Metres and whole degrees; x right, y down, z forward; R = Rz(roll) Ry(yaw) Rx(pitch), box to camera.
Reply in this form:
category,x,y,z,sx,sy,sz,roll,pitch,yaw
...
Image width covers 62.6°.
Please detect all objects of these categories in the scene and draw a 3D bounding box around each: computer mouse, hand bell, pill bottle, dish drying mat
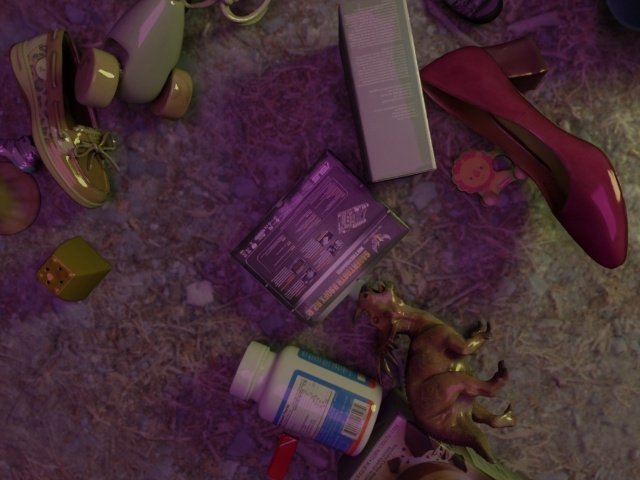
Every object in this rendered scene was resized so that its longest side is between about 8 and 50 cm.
category,x,y,z,sx,sy,sz,roll,pitch,yaw
computer mouse,0.184,-0.424,0.806,0.071,0.041,0.242,-43,86,23
hand bell,-0.546,-0.061,0.783,0.126,0.242,0.126,0,95,3
pill bottle,-0.024,0.241,0.835,0.221,0.124,0.124,23,96,2
dish drying mat,-0.066,0.373,0.907,0.032,0.008,0.083,22,96,1

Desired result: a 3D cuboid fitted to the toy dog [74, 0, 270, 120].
category,x,y,z,sx,sy,sz,roll,pitch,yaw
toy dog,-0.251,-0.339,0.781,0.334,0.220,0.161,-50,52,4

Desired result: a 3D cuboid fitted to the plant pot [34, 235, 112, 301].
category,x,y,z,sx,sy,sz,roll,pitch,yaw
plant pot,-0.414,0.051,0.864,0.081,0.083,0.081,43,97,0

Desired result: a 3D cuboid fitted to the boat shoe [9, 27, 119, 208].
category,x,y,z,sx,sy,sz,roll,pitch,yaw
boat shoe,-0.393,-0.191,0.829,0.089,0.104,0.285,-21,93,8

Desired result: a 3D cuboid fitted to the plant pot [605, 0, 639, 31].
category,x,y,z,sx,sy,sz,roll,pitch,yaw
plant pot,0.558,-0.402,0.664,0.235,0.293,0.293,4,96,-11

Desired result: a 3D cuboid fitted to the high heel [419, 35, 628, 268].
category,x,y,z,sx,sy,sz,roll,pitch,yaw
high heel,0.278,-0.115,0.752,0.181,0.127,0.377,-18,68,-3

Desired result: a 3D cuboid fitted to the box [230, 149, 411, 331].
category,x,y,z,sx,sy,sz,roll,pitch,yaw
box,0.000,0.000,0.844,0.183,0.056,0.231,43,97,-1

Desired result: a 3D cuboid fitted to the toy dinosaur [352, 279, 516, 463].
category,x,y,z,sx,sy,sz,roll,pitch,yaw
toy dinosaur,0.164,0.200,0.778,0.200,0.127,0.296,-15,49,8

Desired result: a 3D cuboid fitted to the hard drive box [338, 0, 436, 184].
category,x,y,z,sx,sy,sz,roll,pitch,yaw
hard drive box,0.089,-0.202,0.757,0.089,0.181,0.232,-11,95,4

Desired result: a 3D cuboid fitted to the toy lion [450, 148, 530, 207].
category,x,y,z,sx,sy,sz,roll,pitch,yaw
toy lion,0.261,-0.108,0.831,0.100,0.034,0.096,-40,84,6

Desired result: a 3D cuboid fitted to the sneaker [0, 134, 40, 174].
category,x,y,z,sx,sy,sz,roll,pitch,yaw
sneaker,-0.500,-0.161,0.877,0.098,0.038,0.069,34,83,6

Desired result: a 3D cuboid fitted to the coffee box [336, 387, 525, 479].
category,x,y,z,sx,sy,sz,roll,pitch,yaw
coffee box,0.193,0.401,0.836,0.297,0.119,0.168,35,96,0
